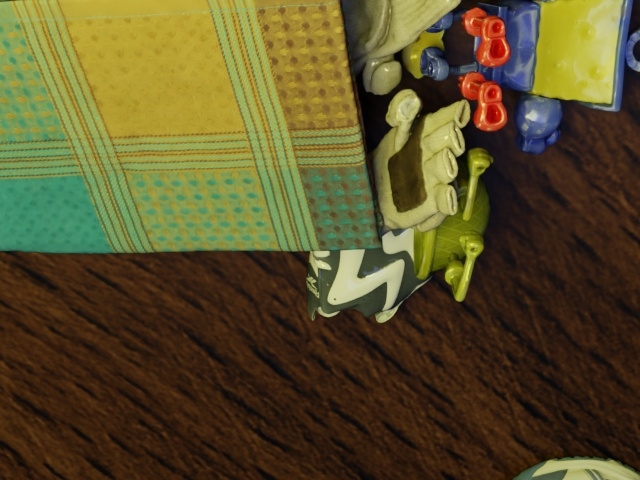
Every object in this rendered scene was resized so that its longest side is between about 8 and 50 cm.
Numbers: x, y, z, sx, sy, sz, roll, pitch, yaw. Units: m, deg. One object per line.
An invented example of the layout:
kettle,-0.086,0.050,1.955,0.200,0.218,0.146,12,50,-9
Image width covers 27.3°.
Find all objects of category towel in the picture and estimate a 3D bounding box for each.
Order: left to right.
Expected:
towel,-0.147,-0.095,1.062,0.370,0.040,0.271,-1,132,13

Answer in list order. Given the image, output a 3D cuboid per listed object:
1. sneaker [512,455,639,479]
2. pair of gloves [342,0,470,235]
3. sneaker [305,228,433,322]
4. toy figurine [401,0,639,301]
sneaker,0.340,0.322,1.407,0.297,0.131,0.111,12,121,-4
pair of gloves,0.057,-0.124,1.090,0.042,0.204,0.240,-5,87,-25
sneaker,0.000,0.000,1.253,0.235,0.094,0.153,25,109,-24
toy figurine,0.200,-0.134,1.117,0.217,0.191,0.362,-2,104,-16
